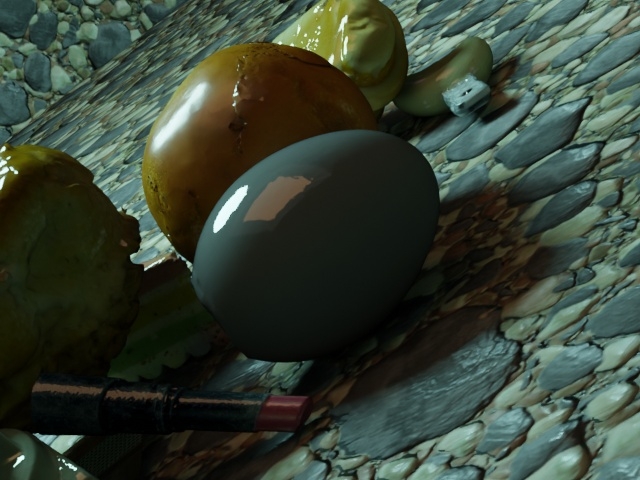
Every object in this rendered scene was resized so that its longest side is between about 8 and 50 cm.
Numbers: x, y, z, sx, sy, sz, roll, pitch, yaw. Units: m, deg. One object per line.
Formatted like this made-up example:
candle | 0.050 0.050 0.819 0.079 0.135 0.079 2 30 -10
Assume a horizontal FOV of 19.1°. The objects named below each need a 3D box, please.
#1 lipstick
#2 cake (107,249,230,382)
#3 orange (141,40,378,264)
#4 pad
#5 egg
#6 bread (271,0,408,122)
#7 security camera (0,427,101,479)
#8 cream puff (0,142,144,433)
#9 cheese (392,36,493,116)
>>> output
lipstick | -0.120 0.137 1.573 0.234 0.053 0.053 0 25 13
cake | -0.199 0.095 1.905 0.225 0.109 0.090 -20 20 44
orange | -0.055 -0.073 1.828 0.240 0.240 0.240 -32 15 10
pad | -0.180 0.158 1.708 0.323 0.055 0.250 -57 12 10
egg | 0.000 0.000 1.646 0.232 0.176 0.176 -44 16 -2
bread | -0.008 -0.168 2.221 0.311 0.121 0.172 -32 45 47
security camera | -0.317 0.188 1.484 0.191 0.277 0.197 -49 28 -12
cream puff | -0.309 0.072 1.752 0.327 0.231 0.343 -33 25 2
cheese | 0.146 -0.170 2.112 0.127 0.049 0.235 -32 14 3
